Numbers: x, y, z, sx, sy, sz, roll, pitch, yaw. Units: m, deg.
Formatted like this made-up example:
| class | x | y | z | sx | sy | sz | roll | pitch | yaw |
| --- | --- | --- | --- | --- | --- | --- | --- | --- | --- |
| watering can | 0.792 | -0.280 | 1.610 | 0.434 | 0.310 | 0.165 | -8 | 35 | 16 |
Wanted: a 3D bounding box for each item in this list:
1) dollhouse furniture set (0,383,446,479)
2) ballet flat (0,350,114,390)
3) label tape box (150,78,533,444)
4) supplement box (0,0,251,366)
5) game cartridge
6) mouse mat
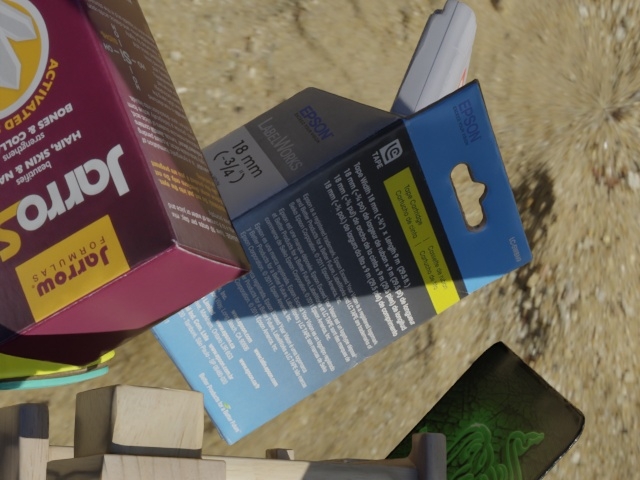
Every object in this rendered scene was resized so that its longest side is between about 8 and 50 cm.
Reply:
| class | x | y | z | sx | sy | sz | roll | pitch | yaw |
| --- | --- | --- | --- | --- | --- | --- | --- | --- | --- |
| dollhouse furniture set | -0.035 | 0.179 | 0.630 | 0.303 | 0.355 | 0.173 | 8 | 75 | -31 |
| ballet flat | -0.209 | 0.058 | 0.755 | 0.077 | 0.231 | 0.077 | -2 | 96 | 42 |
| label tape box | 0.000 | 0.000 | 1.198 | 0.334 | 0.240 | 0.106 | -31 | 45 | -6 |
| supplement box | -0.123 | -0.048 | 0.641 | 0.104 | 0.081 | 0.188 | -29 | 72 | 14 |
| game cartridge | 0.106 | -0.100 | 1.494 | 0.060 | 0.294 | 0.196 | 22 | 61 | 10 |
| mouse mat | 0.075 | 0.133 | 0.782 | 0.007 | 0.189 | 0.152 | 42 | 92 | -13 |
